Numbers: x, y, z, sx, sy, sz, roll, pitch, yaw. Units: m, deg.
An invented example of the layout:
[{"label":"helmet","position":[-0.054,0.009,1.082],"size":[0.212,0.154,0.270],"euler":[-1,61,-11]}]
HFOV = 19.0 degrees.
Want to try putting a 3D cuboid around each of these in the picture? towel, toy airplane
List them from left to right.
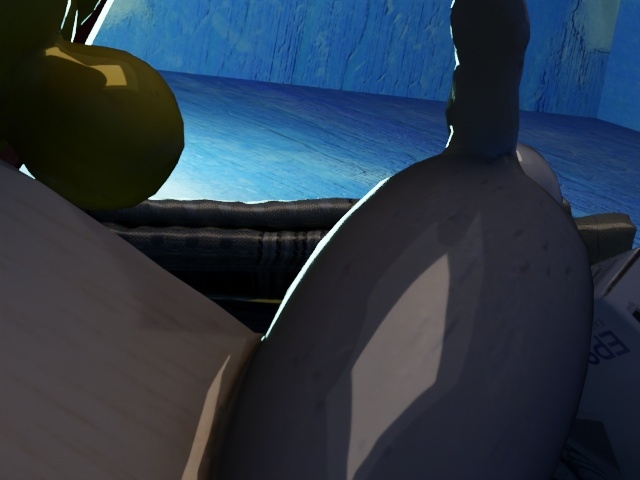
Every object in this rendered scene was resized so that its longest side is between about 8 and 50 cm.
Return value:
[{"label":"toy airplane","position":[-0.126,-0.042,0.381],"size":[0.386,0.272,0.384],"euler":[21,21,-43]},{"label":"towel","position":[0.000,0.000,1.084],"size":[0.324,0.056,0.312],"euler":[2,-7,-2]}]

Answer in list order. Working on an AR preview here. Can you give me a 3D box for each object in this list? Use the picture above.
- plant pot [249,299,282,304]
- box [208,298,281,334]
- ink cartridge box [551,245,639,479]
[{"label":"plant pot","position":[-0.035,0.061,1.363],"size":[0.134,0.134,0.095],"euler":[8,36,-8]},{"label":"box","position":[-0.019,0.112,1.083],"size":[0.103,0.114,0.203],"euler":[5,10,-29]},{"label":"ink cartridge box","position":[0.176,0.113,0.979],"size":[0.224,0.045,0.223],"euler":[45,-22,-6]}]
